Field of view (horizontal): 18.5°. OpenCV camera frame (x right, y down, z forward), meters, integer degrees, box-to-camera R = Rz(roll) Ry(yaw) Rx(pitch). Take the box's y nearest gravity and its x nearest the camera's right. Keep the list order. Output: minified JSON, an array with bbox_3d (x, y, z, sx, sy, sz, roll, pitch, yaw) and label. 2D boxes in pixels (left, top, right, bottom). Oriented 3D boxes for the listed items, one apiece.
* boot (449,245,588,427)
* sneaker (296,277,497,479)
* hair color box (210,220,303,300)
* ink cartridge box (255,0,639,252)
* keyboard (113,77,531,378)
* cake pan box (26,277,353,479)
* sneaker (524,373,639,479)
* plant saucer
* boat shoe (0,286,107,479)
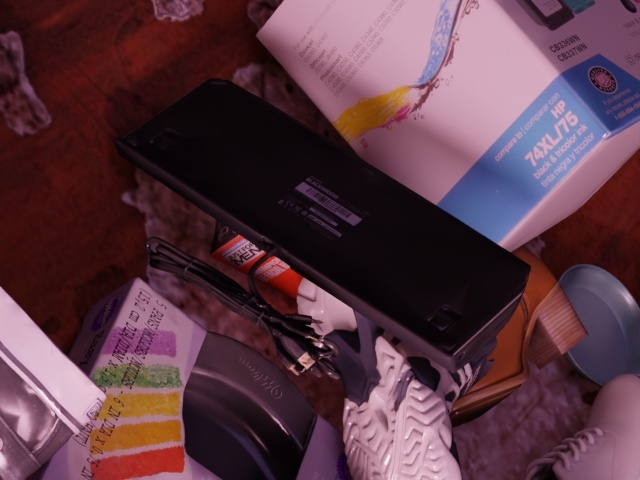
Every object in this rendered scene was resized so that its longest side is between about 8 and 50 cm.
[{"bbox_3d":[0.116,0.059,1.600,0.197,0.073,0.152,-31,82,-45],"label":"boot"},{"bbox_3d":[0.086,0.113,1.444,0.153,0.094,0.235,9,39,-39],"label":"sneaker"},{"bbox_3d":[0.000,0.000,1.532,0.167,0.053,0.093,27,53,-27],"label":"hair color box"},{"bbox_3d":[0.132,-0.152,1.589,0.270,0.197,0.198,49,40,10],"label":"ink cartridge box"},{"bbox_3d":[-0.020,0.002,1.412,0.317,0.033,0.201,33,48,24],"label":"keyboard"},{"bbox_3d":[-0.090,0.190,1.338,0.246,0.070,0.267,41,45,-20],"label":"cake pan box"},{"bbox_3d":[0.215,0.197,1.584,0.091,0.094,0.258,43,46,-22],"label":"sneaker"},{"bbox_3d":[0.242,0.079,1.725,0.119,0.021,0.119,20,56,-33],"label":"plant saucer"},{"bbox_3d":[-0.275,0.032,1.240,0.301,0.108,0.102,44,79,-2],"label":"boat shoe"}]
